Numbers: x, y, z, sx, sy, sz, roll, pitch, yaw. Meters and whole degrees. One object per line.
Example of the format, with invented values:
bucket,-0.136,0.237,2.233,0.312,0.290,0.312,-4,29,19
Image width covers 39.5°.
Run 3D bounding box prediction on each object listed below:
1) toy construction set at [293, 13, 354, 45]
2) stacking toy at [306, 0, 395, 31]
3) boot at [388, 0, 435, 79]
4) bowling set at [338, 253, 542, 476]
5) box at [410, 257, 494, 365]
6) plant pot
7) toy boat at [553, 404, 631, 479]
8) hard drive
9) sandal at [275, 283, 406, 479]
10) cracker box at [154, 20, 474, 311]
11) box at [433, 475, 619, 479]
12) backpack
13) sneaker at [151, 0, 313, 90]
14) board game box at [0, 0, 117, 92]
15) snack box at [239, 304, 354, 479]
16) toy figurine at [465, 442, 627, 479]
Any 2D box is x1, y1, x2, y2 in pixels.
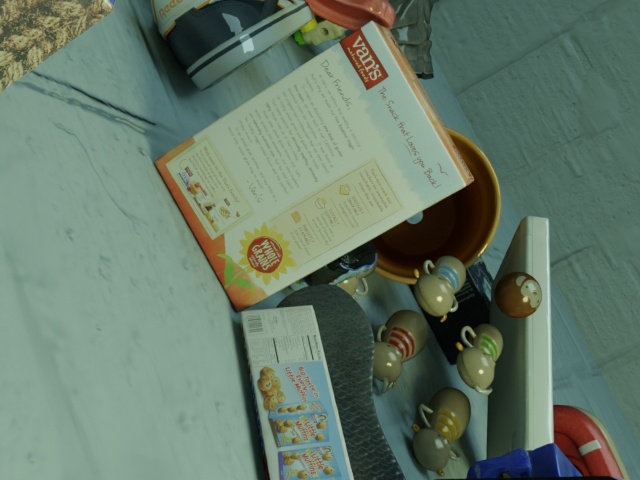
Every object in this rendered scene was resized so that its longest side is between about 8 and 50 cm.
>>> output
toy construction set,-0.034,-0.448,1.420,0.327,0.151,0.215,47,46,-14
stacking toy,-0.026,-0.374,1.039,0.309,0.130,0.279,24,0,-8
boot,0.101,-0.354,1.364,0.338,0.118,0.222,-3,94,-55
bowling set,0.141,0.091,1.005,0.287,0.200,0.154,56,24,0
box,0.218,0.091,1.365,0.158,0.093,0.156,63,18,6
plant pot,0.130,-0.041,1.202,0.205,0.205,0.188,62,3,6
toy boat,0.348,0.352,1.289,0.151,0.151,0.231,5,52,-33
hard drive,0.250,0.151,1.127,0.203,0.040,0.307,96,3,-58
sandal,0.007,0.146,0.766,0.054,0.097,0.254,102,-18,-48
cracker box,-0.006,-0.061,0.775,0.155,0.232,0.067,61,18,2
box,0.158,0.282,0.698,0.184,0.190,0.045,8,3,-25
backpack,0.000,0.000,0.936,0.105,0.084,0.114,64,24,10
sneaker,-0.096,-0.267,1.023,0.127,0.126,0.321,56,17,-10
board game box,-0.246,-0.260,0.588,0.232,0.141,0.291,49,22,-31
snack box,-0.021,0.131,0.721,0.022,0.064,0.178,102,-20,-48
toy figurine,0.197,0.291,0.807,0.362,0.217,0.191,46,23,-35
